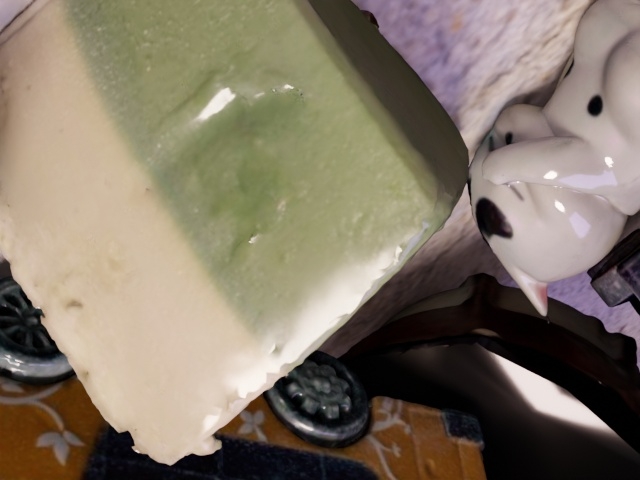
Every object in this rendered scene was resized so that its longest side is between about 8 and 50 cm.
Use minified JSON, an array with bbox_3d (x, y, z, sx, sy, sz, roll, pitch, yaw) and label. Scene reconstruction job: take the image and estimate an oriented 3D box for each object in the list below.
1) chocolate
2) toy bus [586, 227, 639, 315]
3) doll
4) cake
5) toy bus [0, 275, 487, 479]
[{"bbox_3d":[0.117,0.142,0.704,0.283,0.283,0.186,-58,177,36],"label":"chocolate"},{"bbox_3d":[0.291,0.021,0.682,0.179,0.143,0.305,-41,171,11],"label":"toy bus"},{"bbox_3d":[0.154,-0.053,0.585,0.107,0.110,0.181,26,123,-32],"label":"doll"},{"bbox_3d":[0.002,0.000,0.471,0.158,0.172,0.283,-39,150,14],"label":"cake"},{"bbox_3d":[-0.076,0.155,0.505,0.323,0.194,0.162,16,128,-19],"label":"toy bus"}]
